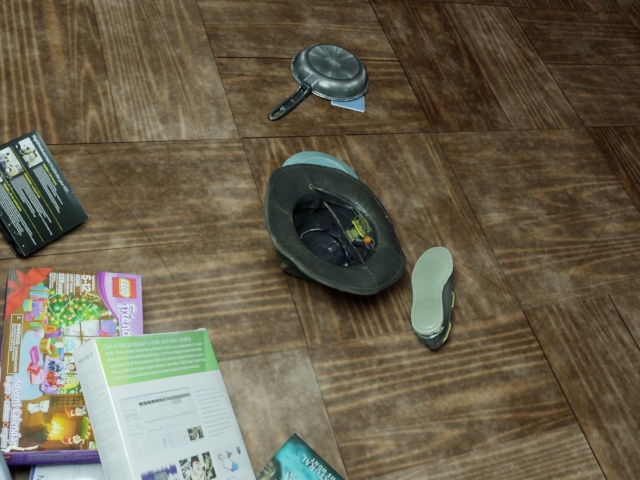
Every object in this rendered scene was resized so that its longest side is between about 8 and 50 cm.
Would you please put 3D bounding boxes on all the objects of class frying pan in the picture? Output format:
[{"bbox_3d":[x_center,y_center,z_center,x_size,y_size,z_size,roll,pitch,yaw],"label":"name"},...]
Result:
[{"bbox_3d":[-0.025,-0.397,1.639,0.326,0.053,0.197,-19,60,-31],"label":"frying pan"}]

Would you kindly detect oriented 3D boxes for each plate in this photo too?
[{"bbox_3d":[0.005,-0.124,1.471,0.188,0.024,0.188,11,53,-15],"label":"plate"}]

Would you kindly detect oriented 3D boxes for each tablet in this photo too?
[{"bbox_3d":[0.066,-0.337,1.655,0.083,0.006,0.054,11,54,-13],"label":"tablet"}]

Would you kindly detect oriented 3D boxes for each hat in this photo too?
[{"bbox_3d":[0.000,0.000,1.312,0.331,0.134,0.331,25,43,-26],"label":"hat"}]

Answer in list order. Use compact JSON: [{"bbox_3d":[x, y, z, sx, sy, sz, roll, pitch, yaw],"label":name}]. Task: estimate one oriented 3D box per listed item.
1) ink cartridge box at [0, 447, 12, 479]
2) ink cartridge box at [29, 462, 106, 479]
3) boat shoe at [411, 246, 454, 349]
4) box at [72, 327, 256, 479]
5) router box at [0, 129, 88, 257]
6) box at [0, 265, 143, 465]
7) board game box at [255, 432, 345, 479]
[{"bbox_3d":[-0.479,0.300,0.826,0.186,0.311,0.065,-15,33,-22],"label":"ink cartridge box"},{"bbox_3d":[-0.308,0.303,1.034,0.224,0.045,0.223,7,53,-15],"label":"ink cartridge box"},{"bbox_3d":[0.224,0.110,1.364,0.081,0.068,0.227,-6,43,24],"label":"boat shoe"},{"bbox_3d":[-0.206,0.287,0.976,0.232,0.058,0.322,7,59,-58],"label":"box"},{"bbox_3d":[-0.501,-0.080,1.173,0.133,0.046,0.179,-39,111,-37],"label":"router box"},{"bbox_3d":[-0.368,0.179,1.021,0.201,0.057,0.293,6,53,-26],"label":"box"},{"bbox_3d":[-0.014,0.413,1.083,0.186,0.026,0.126,40,52,9],"label":"board game box"}]
